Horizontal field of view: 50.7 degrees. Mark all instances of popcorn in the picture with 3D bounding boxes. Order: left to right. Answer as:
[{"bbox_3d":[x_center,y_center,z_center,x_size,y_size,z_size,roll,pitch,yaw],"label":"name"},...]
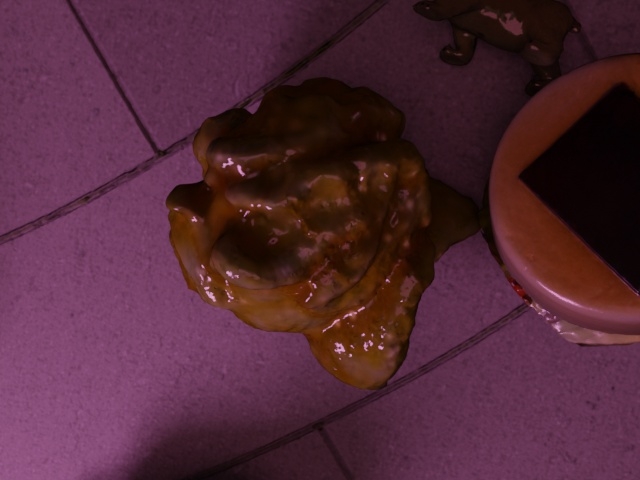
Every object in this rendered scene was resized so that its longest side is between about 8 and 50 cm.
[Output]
[{"bbox_3d":[0.009,-0.003,0.701,0.321,0.290,0.325,-11,80,11],"label":"popcorn"}]

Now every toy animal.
[{"bbox_3d":[0.185,-0.248,0.738,0.219,0.103,0.101,22,83,4],"label":"toy animal"}]

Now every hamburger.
[{"bbox_3d":[0.309,-0.044,0.678,0.302,0.170,0.301,-5,80,28],"label":"hamburger"}]
